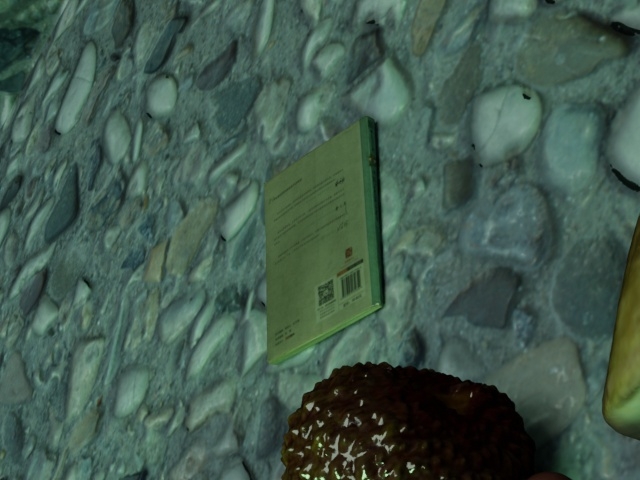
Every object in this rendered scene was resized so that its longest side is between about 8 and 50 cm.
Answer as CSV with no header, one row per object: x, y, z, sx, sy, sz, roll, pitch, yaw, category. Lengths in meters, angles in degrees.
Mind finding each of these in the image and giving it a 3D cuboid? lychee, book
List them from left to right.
0.000,0.000,1.751,0.215,0.025,0.282,-30,47,40,book
0.077,0.250,1.300,0.271,0.271,0.271,-32,46,40,lychee

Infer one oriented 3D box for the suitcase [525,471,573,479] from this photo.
0.239,0.333,1.025,0.161,0.236,0.297,-49,35,5,suitcase

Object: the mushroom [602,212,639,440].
0.349,-0.028,1.104,0.397,0.224,0.313,-45,39,30,mushroom
